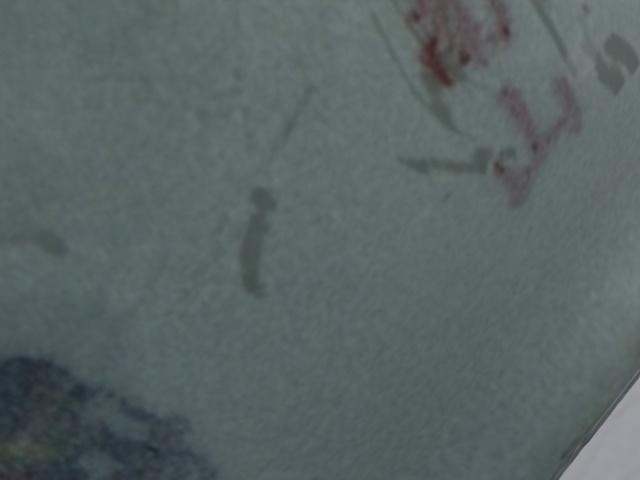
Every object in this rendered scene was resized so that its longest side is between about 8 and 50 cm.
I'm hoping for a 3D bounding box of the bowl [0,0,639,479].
[{"bbox_3d":[0.000,0.000,0.582,0.435,0.196,0.435,-49,-10,-11],"label":"bowl"}]
